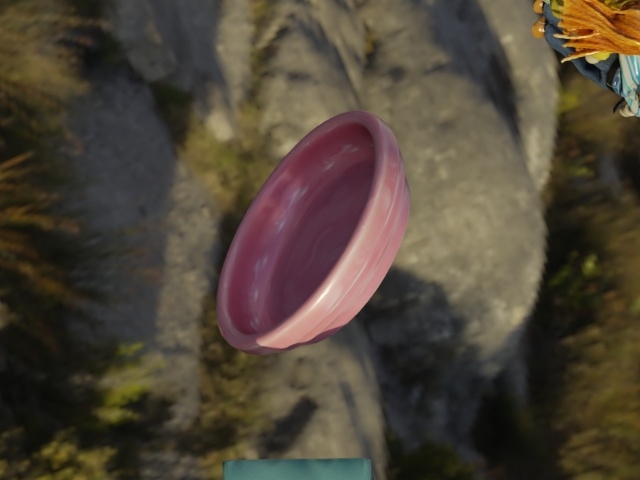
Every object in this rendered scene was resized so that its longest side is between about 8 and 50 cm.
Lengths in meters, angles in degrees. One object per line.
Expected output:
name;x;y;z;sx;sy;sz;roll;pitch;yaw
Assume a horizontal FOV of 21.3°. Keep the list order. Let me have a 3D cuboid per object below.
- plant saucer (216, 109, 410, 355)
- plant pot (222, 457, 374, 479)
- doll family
plant saucer;0.000;0.000;2.087;0.084;0.332;0.332;31;42;-24
plant pot;-0.022;0.380;1.911;0.165;0.165;0.234;79;11;-68
doll family;0.225;-0.159;1.326;0.163;0.118;0.263;44;-11;37
